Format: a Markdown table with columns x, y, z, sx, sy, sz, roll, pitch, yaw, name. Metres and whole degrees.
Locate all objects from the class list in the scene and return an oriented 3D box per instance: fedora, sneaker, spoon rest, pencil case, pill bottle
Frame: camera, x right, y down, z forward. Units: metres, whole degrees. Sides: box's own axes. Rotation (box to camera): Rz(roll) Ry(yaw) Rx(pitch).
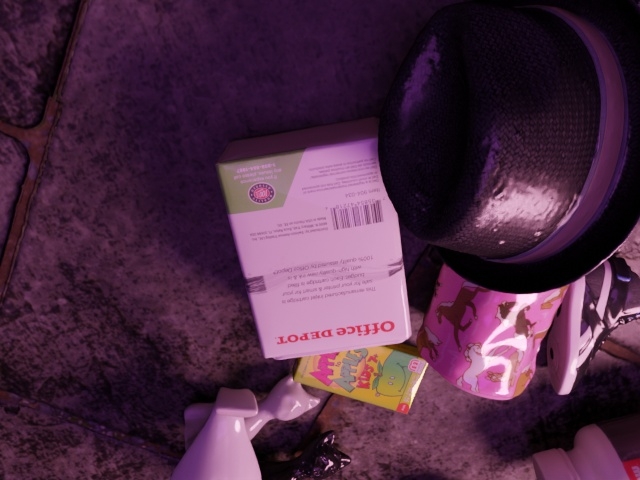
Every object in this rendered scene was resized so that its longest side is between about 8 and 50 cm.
| x | y | z | sx | sy | sz | roll | pitch | yaw | name |
| --- | --- | --- | --- | --- | --- | --- | --- | --- | --- |
| 0.160 | -0.109 | 0.559 | 0.152 | 0.334 | 0.334 | -2 | 120 | -37 | fedora |
| 0.400 | 0.127 | 0.799 | 0.121 | 0.079 | 0.217 | -2 | 113 | 2 | sneaker |
| -0.139 | 0.311 | 0.803 | 0.137 | 0.084 | 0.276 | 9 | 119 | -13 | spoon rest |
| 0.258 | 0.008 | 0.705 | 0.160 | 0.167 | 0.386 | 32 | 117 | 30 | pencil case |
| 0.501 | 0.353 | 0.848 | 0.318 | 0.176 | 0.176 | -17 | 113 | 7 | pill bottle |

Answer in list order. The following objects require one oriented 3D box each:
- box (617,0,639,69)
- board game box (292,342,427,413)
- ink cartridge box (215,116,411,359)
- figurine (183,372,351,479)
| x | y | z | sx | sy | sz | roll | pitch | yaw | name |
| --- | --- | --- | --- | --- | --- | --- | --- | --- | --- |
| 0.414 | -0.255 | 0.573 | 0.290 | 0.169 | 0.087 | -31 | 123 | 14 | box |
| 0.058 | 0.185 | 0.835 | 0.181 | 0.043 | 0.092 | 18 | 101 | -8 | board game box |
| 0.000 | 0.000 | 0.721 | 0.198 | 0.115 | 0.273 | -8 | 114 | 4 | ink cartridge box |
| -0.081 | 0.319 | 0.890 | 0.209 | 0.092 | 0.215 | -23 | 112 | 1 | figurine |
